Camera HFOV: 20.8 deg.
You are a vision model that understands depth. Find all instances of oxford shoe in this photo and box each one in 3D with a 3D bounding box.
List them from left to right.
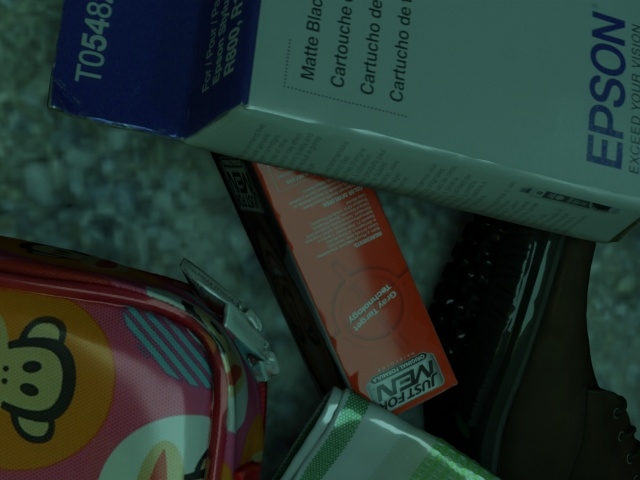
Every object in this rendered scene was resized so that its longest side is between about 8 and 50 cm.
[{"bbox_3d":[0.092,0.071,0.727,0.096,0.083,0.227,5,104,-17],"label":"oxford shoe"}]

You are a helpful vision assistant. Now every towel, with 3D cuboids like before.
[{"bbox_3d":[0.041,0.138,0.676,0.152,0.023,0.113,32,110,0],"label":"towel"}]

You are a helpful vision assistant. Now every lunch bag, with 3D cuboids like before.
[{"bbox_3d":[-0.125,0.144,0.619,0.258,0.120,0.293,9,92,3],"label":"lunch bag"}]

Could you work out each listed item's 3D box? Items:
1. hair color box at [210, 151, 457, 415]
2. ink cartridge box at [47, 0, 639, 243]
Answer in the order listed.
[{"bbox_3d":[0.000,0.000,0.700,0.043,0.072,0.141,-26,98,-12],"label":"hair color box"},{"bbox_3d":[0.023,-0.125,0.668,0.224,0.045,0.223,12,63,-15],"label":"ink cartridge box"}]
